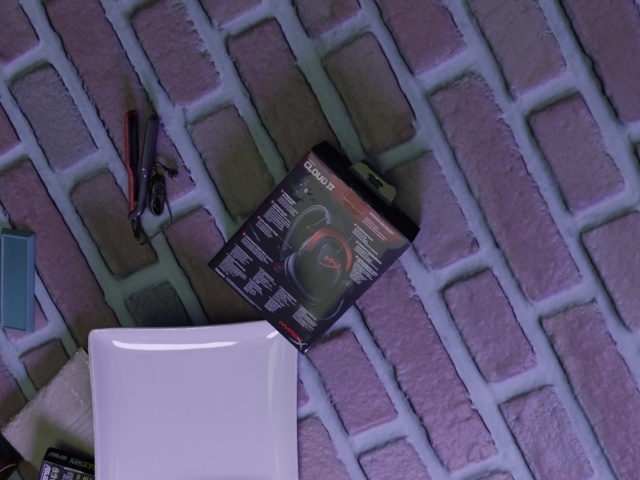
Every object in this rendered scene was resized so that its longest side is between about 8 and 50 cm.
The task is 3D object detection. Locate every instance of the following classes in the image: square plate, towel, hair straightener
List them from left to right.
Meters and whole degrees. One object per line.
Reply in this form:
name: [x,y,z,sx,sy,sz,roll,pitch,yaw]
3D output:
towel: [-0.442,0.328,1.798,0.282,0.049,0.187,-43,90,21]
hair straightener: [-0.285,-0.101,1.652,0.089,0.047,0.230,8,105,12]
square plate: [-0.211,0.301,1.678,0.347,0.049,0.344,-2,102,-11]

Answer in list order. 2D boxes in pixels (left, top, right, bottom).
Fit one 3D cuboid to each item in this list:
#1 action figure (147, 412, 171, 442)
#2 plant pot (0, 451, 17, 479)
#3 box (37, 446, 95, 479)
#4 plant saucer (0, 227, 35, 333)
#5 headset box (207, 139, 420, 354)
action figure: [-0.259,0.357,1.735,0.137,0.063,0.232,-18,108,-4]
plant pot: [-0.682,0.411,1.823,0.165,0.167,0.167,46,109,7]
box: [-0.431,0.481,1.797,0.184,0.045,0.190,17,119,-7]
plant saucer: [-0.548,0.075,1.777,0.067,0.018,0.192,8,104,12]
headset box: [0.000,0.000,1.574,0.218,0.110,0.293,42,109,1]
